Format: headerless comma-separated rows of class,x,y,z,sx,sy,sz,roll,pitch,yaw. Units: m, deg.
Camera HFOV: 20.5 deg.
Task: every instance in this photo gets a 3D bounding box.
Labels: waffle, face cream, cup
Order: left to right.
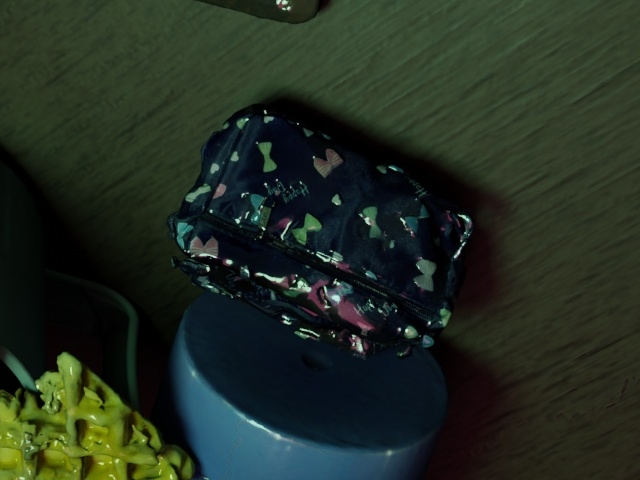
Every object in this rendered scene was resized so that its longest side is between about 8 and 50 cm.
cup,-0.334,0.071,1.564,0.331,0.311,0.257,-8,123,-3
waffle,-0.249,0.194,1.436,0.250,0.056,0.261,-36,122,17
face cream,-0.033,0.190,1.571,0.249,0.249,0.225,22,119,7

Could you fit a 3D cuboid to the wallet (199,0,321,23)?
wallet,-0.053,-0.336,1.457,0.165,0.042,0.310,17,118,12

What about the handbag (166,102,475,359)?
handbag,0.000,0.000,1.532,0.260,0.113,0.162,24,75,6
